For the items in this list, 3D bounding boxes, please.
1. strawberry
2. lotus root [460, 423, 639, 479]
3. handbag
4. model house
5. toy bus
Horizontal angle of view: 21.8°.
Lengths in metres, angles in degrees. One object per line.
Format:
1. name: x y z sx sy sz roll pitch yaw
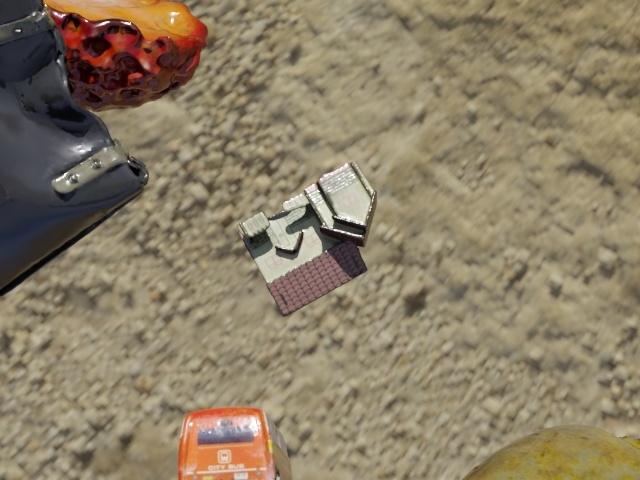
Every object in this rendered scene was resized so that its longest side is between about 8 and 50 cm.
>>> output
1. strawberry: -0.281 -0.208 1.797 0.336 0.265 0.149 20 110 29
2. lotus root: 0.078 0.169 0.703 0.123 0.241 0.124 26 132 18
3. handbag: -0.347 -0.107 1.655 0.288 0.152 0.342 -22 113 17
4. model house: 0.000 0.000 1.001 0.083 0.057 0.058 -28 75 -3
5. toy bus: -0.061 0.173 1.260 0.079 0.174 0.077 -5 75 5
